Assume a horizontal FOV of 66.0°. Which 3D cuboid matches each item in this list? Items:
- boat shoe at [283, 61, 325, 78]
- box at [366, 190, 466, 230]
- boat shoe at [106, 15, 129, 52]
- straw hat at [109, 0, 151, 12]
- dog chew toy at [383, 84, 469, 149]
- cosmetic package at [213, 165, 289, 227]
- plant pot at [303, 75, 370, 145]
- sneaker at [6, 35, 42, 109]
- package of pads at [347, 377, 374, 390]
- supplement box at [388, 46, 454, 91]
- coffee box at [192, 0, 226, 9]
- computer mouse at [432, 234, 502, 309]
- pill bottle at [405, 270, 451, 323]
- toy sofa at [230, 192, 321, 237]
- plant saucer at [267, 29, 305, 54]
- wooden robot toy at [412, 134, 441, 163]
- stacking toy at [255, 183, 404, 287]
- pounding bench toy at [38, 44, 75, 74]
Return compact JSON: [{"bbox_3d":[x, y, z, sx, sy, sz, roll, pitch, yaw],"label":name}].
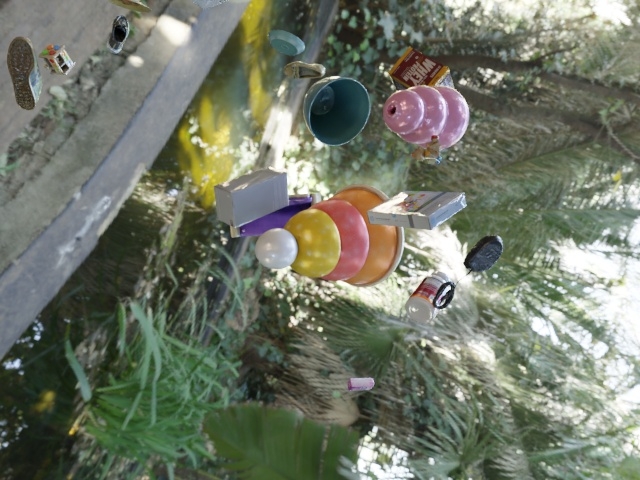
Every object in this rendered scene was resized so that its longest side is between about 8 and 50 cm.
[{"bbox_3d":[-0.061,-0.602,1.758,0.048,0.153,0.056,-67,162,-51],"label":"boat shoe"},{"bbox_3d":[0.228,-0.076,1.179,0.145,0.186,0.038,-30,114,-34],"label":"box"},{"bbox_3d":[-0.552,-0.575,1.359,0.040,0.049,0.142,-29,-130,38],"label":"boat shoe"},{"bbox_3d":[-0.618,-0.797,1.605,0.144,0.145,0.061,-75,175,-80],"label":"straw hat"},{"bbox_3d":[0.322,-0.392,1.548,0.332,0.207,0.206,-6,127,-46],"label":"dog chew toy"},{"bbox_3d":[-0.220,-0.145,1.604,0.238,0.107,0.127,-24,127,-38],"label":"cosmetic package"},{"bbox_3d":[0.041,-0.582,2.136,0.195,0.290,0.290,49,-55,48],"label":"plant pot"},{"bbox_3d":[-0.785,-0.454,1.314,0.086,0.064,0.192,-109,-151,-51],"label":"sneaker"},{"bbox_3d":[0.138,0.493,1.690,0.050,0.083,0.032,108,-19,-50],"label":"package of pads"},{"bbox_3d":[0.391,-0.596,1.883,0.129,0.191,0.194,-50,153,3],"label":"supplement box"},{"bbox_3d":[-0.303,-0.779,1.325,0.098,0.141,0.246,-9,87,-72],"label":"coffee box"},{"bbox_3d":[0.367,0.079,1.252,0.242,0.071,0.041,-49,-152,15],"label":"computer mouse"},{"bbox_3d":[0.301,0.151,1.355,0.152,0.086,0.086,-42,162,-43],"label":"pill bottle"},{"bbox_3d":[-0.178,-0.097,1.907,0.177,0.363,0.150,-29,114,-76],"label":"toy sofa"},{"bbox_3d":[-0.107,-0.599,1.506,0.119,0.119,0.021,121,-13,-83],"label":"plant saucer"},{"bbox_3d":[0.302,-0.258,1.416,0.173,0.079,0.076,-13,99,-80],"label":"wooden robot toy"},{"bbox_3d":[0.000,0.000,1.515,0.480,0.351,0.350,-7,126,-48],"label":"stacking toy"},{"bbox_3d":[-0.727,-0.492,1.334,0.065,0.083,0.052,75,27,-54],"label":"pounding bench toy"}]
